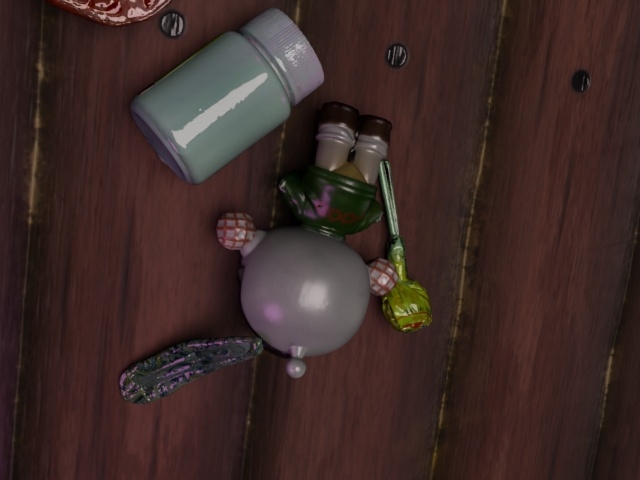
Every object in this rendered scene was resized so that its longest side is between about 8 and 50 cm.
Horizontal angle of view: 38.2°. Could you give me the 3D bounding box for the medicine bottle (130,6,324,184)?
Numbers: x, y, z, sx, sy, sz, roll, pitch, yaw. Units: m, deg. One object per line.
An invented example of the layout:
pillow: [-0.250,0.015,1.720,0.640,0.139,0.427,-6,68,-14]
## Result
medicine bottle: [-0.118,-0.185,1.186,0.225,0.139,0.139,-38,114,-11]

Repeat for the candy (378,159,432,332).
candy: [0.112,0.010,1.379,0.073,0.077,0.262,-11,98,-1]

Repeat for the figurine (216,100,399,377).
figurine: [0.000,0.000,1.269,0.281,0.167,0.370,19,87,-21]

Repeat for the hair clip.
hair clip: [-0.175,0.169,1.256,0.229,0.036,0.066,-21,107,19]

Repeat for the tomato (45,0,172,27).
tomato: [-0.269,-0.372,1.104,0.236,0.095,0.237,-8,108,-25]
